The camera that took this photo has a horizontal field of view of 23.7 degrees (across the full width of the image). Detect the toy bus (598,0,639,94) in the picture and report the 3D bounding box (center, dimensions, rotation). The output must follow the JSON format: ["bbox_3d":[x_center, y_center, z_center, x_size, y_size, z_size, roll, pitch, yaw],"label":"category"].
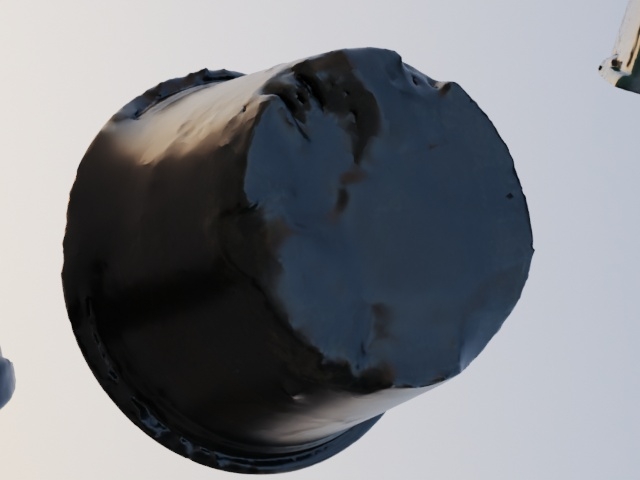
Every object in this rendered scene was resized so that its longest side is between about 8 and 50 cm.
[{"bbox_3d":[0.245,-0.059,0.594,0.091,0.262,0.109,-75,-178,-79],"label":"toy bus"}]

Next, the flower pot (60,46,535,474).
[{"bbox_3d":[0.000,0.000,0.544,0.107,0.157,0.157,-22,-81,54],"label":"flower pot"}]

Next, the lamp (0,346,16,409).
[{"bbox_3d":[-0.176,0.181,0.618,0.108,0.130,0.371,-117,-157,-52],"label":"lamp"}]
